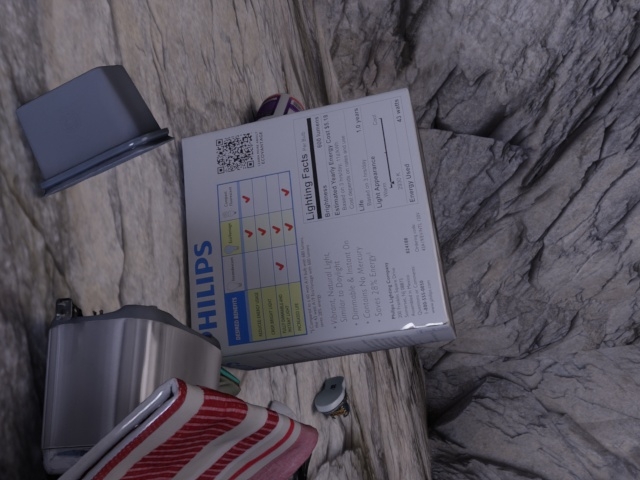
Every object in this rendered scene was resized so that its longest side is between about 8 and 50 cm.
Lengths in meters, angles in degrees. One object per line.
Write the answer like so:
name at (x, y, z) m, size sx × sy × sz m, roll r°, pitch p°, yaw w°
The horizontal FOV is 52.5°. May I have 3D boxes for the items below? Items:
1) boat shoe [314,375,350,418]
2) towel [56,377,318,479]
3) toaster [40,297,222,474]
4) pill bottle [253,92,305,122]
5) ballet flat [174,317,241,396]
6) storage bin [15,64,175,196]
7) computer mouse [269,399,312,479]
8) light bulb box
boat shoe at (0.036, 0.382, 1.503) m, size 0.183 × 0.065 × 0.083 m, roll -33°, pitch 110°, yaw -77°
towel at (-0.134, 0.241, 0.599) m, size 0.037 × 0.237 × 0.329 m, roll 45°, pitch -3°, yaw 27°
toaster at (-0.183, 0.153, 0.638) m, size 0.227 × 0.129 × 0.146 m, roll 55°, pitch 30°, yaw -65°
pill bottle at (-0.091, -0.224, 1.356) m, size 0.193 × 0.108 × 0.108 m, roll -80°, pitch 155°, yaw -56°
ballet flat at (-0.160, 0.171, 0.829) m, size 0.068 × 0.072 × 0.213 m, roll -49°, pitch 150°, yaw -16°
storage bin at (-0.231, -0.116, 0.661) m, size 0.098 × 0.135 × 0.091 m, roll -59°, pitch 127°, yaw -70°
computer mouse at (-0.050, 0.378, 1.202) m, size 0.106 × 0.042 × 0.193 m, roll -75°, pitch 152°, yaw -59°
light bulb box at (0.000, 0.000, 1.014) m, size 0.225 × 0.361 × 0.358 m, roll 47°, pitch 35°, yaw -69°
